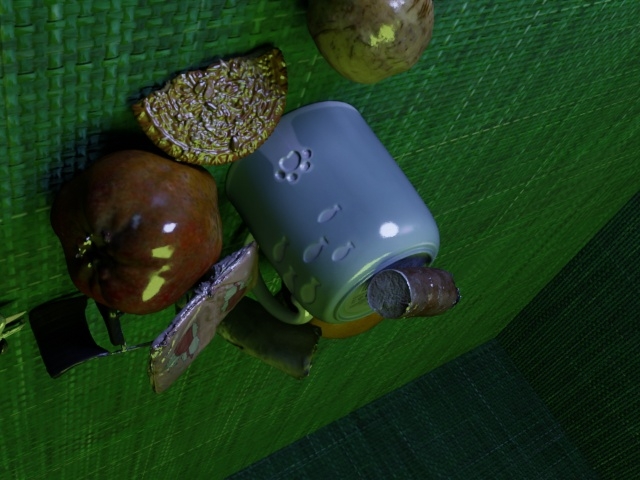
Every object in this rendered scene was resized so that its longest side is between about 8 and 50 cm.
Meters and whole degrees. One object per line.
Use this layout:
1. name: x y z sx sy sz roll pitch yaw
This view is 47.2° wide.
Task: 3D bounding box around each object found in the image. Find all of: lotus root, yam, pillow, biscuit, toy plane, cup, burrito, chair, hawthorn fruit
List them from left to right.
1. toy plane: -0.513 0.158 1.078 0.171 0.065 0.162 -47 166 17
2. chair: -0.328 0.098 1.114 0.221 0.140 0.145 -20 150 -21
3. hawthorn fruit: -0.218 -0.018 0.962 0.208 0.208 0.248 -45 173 25
4. pillow: -0.174 0.107 1.091 0.248 0.049 0.135 -52 166 -32
5. biscuit: -0.121 -0.160 0.917 0.206 0.125 0.025 -28 -161 -18
6. burrito: -0.112 0.163 1.329 0.175 0.348 0.107 15 92 -57
7. cup: 0.000 0.000 1.174 0.260 0.274 0.356 -5 143 -48
8. lotus root: 0.069 -0.272 0.902 0.155 0.140 0.257 -33 164 14
9. yam: 0.136 0.076 1.055 0.079 0.079 0.141 -46 153 26

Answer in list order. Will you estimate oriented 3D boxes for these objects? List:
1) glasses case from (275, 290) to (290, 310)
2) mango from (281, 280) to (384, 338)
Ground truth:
1. glasses case: -0.041 0.132 1.625 0.248 0.086 0.065 -43 161 25
2. mango: 0.087 0.041 1.451 0.378 0.221 0.263 -32 150 -42
